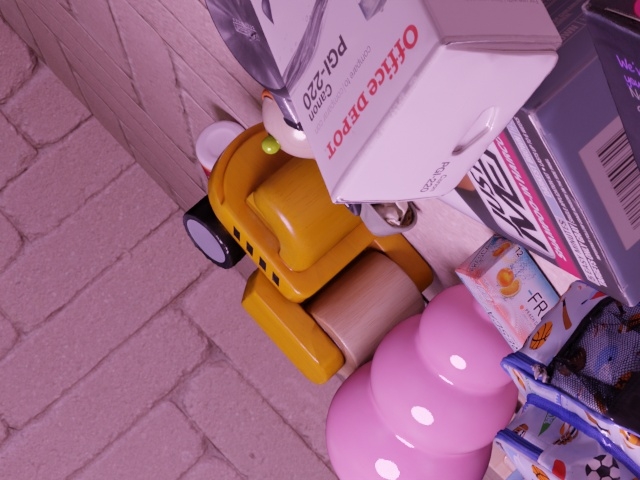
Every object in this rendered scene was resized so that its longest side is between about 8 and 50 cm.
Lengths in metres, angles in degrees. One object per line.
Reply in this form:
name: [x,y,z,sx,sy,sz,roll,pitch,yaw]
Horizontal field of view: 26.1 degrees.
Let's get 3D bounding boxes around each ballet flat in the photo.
ballet flat: [0.047,-0.089,1.576,0.068,0.072,0.213,-3,134,42]

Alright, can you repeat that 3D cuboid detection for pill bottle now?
pill bottle: [-0.139,-0.118,2.148,0.086,0.086,0.152,44,170,21]

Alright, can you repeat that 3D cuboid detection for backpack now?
backpack: [0.274,0.156,1.144,0.276,0.213,0.263,49,-179,-20]

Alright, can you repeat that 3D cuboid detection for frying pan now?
frying pan: [-0.045,-0.166,1.296,0.197,0.053,0.326,44,157,29]

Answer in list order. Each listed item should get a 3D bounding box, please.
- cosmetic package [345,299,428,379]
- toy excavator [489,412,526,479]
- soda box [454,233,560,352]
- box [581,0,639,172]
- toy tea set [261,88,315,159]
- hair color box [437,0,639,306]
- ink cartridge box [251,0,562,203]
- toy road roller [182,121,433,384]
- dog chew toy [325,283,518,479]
cosmetic package: [0.137,0.192,2.002,0.224,0.138,0.224,45,171,17]
toy excavator: [0.317,0.353,1.733,0.433,0.222,0.445,45,178,26]
soda box: [0.221,0.081,1.443,0.183,0.063,0.058,53,169,-21]
box: [0.248,-0.034,0.600,0.143,0.165,0.270,40,166,44]
toy tea set: [-0.070,-0.210,1.392,0.336,0.124,0.200,48,170,2]
hair color box: [0.113,-0.112,1.025,0.374,0.114,0.185,35,163,54]
ink cartridge box: [0.039,-0.153,0.860,0.158,0.092,0.217,-55,50,47]
toy road roller: [0.000,0.000,1.711,0.329,0.202,0.240,49,159,-2]
dog chew toy: [0.138,0.179,1.630,0.206,0.207,0.331,44,131,21]
